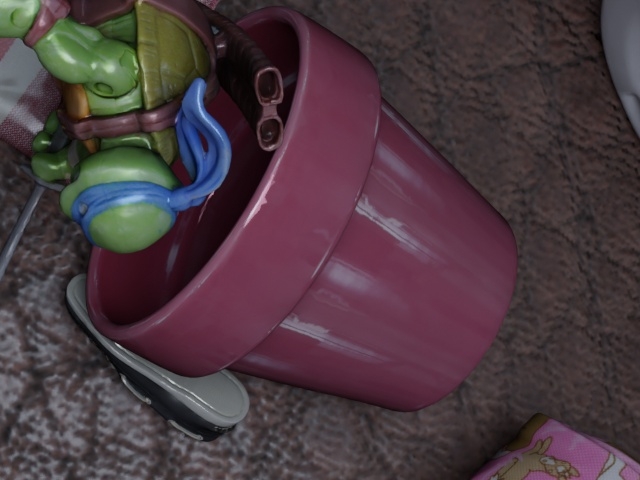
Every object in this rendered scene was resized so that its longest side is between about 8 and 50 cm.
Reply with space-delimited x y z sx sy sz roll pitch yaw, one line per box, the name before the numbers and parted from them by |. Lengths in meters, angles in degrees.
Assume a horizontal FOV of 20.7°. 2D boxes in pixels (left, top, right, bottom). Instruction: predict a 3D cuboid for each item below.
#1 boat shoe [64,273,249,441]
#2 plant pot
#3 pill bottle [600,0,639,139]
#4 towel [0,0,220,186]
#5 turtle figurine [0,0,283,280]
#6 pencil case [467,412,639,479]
boat shoe | -0.098 0.068 0.997 0.125 0.038 0.046 37 43 -9
plant pot | 0.000 0.000 0.957 0.180 0.201 0.201 29 79 -26
pill bottle | 0.328 -0.147 1.054 0.283 0.161 0.161 -25 92 -15
towel | -0.204 -0.214 0.997 0.329 0.037 0.237 35 81 -7
turtle figurine | -0.156 -0.109 0.878 0.198 0.274 0.266 30 51 -39
pencil case | 0.059 0.277 0.960 0.386 0.160 0.167 -43 54 -13
